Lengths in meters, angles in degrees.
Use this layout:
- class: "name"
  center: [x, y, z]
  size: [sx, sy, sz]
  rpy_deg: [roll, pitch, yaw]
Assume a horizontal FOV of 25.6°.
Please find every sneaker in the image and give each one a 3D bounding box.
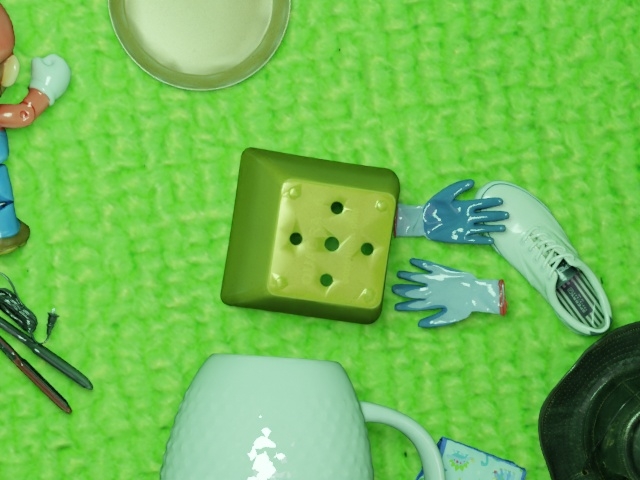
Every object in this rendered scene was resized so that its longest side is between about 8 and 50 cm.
- class: "sneaker"
  center: [0.431, 0.180, 1.941]
  size: [0.135, 0.052, 0.058]
  rpy_deg: [14, 95, -9]
- class: "sneaker"
  center: [0.308, 0.021, 1.890]
  size: [0.094, 0.091, 0.258]
  rpy_deg: [-43, 97, -5]

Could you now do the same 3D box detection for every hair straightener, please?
- class: "hair straightener"
  center: [-0.376, 0.115, 1.813]
  size: [0.230, 0.047, 0.089]
  rpy_deg: [45, 85, -4]

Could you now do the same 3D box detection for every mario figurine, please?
- class: "mario figurine"
  center: [-0.430, -0.151, 1.767]
  size: [0.198, 0.170, 0.321]
  rpy_deg: [-10, 108, -45]

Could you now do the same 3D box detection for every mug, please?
- class: "mug"
  center: [-0.021, 0.313, 1.768]
  size: [0.374, 0.276, 0.328]
  rpy_deg: [5, 84, -16]

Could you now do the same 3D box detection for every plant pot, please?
- class: "plant pot"
  center: [0.000, 0.000, 1.791]
  size: [0.212, 0.187, 0.212]
  rpy_deg: [8, 92, -10]
- class: "plant pot"
  center: [-0.157, -0.312, 1.827]
  size: [0.236, 0.032, 0.236]
  rpy_deg: [0, 93, -8]

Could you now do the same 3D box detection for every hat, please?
- class: "hat"
  center: [0.460, 0.280, 1.885]
  size: [0.331, 0.134, 0.331]
  rpy_deg: [-4, 105, -15]

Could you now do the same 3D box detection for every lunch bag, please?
- class: "lunch bag"
  center: [0.189, 0.349, 1.887]
  size: [0.128, 0.096, 0.151]
  rpy_deg: [22, 99, -10]

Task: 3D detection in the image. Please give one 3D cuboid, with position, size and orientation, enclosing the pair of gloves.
- class: "pair of gloves"
  center: [0.172, 0.017, 1.876]
  size: [0.159, 0.023, 0.198]
  rpy_deg: [0, 89, 14]
